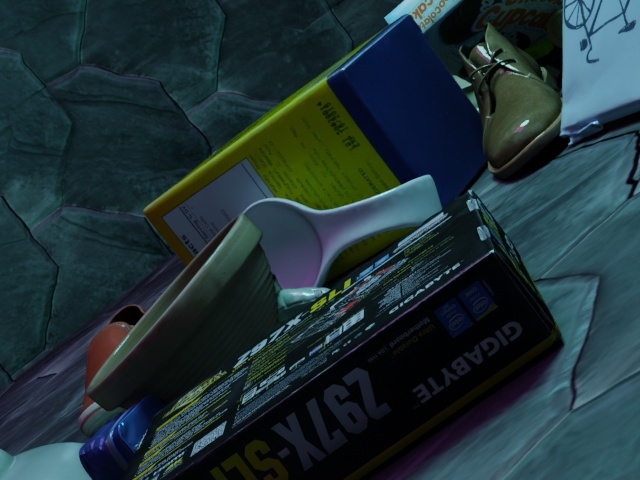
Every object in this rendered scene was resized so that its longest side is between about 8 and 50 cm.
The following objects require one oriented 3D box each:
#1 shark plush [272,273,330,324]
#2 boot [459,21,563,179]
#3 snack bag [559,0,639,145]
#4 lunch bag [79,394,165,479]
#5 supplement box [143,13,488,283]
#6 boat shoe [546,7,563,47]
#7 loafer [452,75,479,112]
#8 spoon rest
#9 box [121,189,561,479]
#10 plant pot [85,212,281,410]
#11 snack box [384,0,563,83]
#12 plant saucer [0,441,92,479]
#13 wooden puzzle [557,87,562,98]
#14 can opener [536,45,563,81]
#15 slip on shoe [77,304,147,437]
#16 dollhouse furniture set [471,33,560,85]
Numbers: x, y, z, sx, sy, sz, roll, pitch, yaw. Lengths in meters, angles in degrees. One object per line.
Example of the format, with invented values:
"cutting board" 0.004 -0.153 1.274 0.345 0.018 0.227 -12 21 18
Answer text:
"shark plush" -0.038 0.087 1.512 0.067 0.073 0.161 -13 -21 -28
"boot" 0.196 -0.155 1.533 0.112 0.115 0.305 -39 14 15
"snack bag" 0.311 -0.278 1.279 0.037 0.343 0.323 5 -9 -22
"lunch bag" -0.165 0.188 1.300 0.065 0.067 0.098 -33 7 25
"supplement box" -0.001 -0.074 1.676 0.356 0.194 0.195 -31 9 37
"boat shoe" 0.352 -0.262 1.668 0.170 0.063 0.059 -12 2 15
"loafer" 0.184 -0.197 1.988 0.268 0.092 0.102 -38 7 -10
"spoon rest" 0.000 0.000 1.525 0.276 0.137 0.084 -23 -9 37
"box" 0.006 0.101 1.005 0.322 0.079 0.257 -36 5 7
"plant pot" -0.116 0.094 1.409 0.237 0.109 0.237 -49 7 8
"snack box" 0.232 -0.281 1.775 0.187 0.060 0.322 -41 -25 19
"plant saucer" -0.369 0.307 1.393 0.400 0.100 0.400 -36 7 5
"wooden puzzle" 0.257 -0.149 1.657 0.078 0.014 0.116 -37 6 36
"can opener" 0.312 -0.235 1.795 0.186 0.059 0.073 -43 28 40
"slip on shoe" -0.251 0.159 1.774 0.123 0.101 0.331 -34 9 9
"dollhouse furniture set" 0.265 -0.205 1.735 0.151 0.076 0.058 -20 17 32
